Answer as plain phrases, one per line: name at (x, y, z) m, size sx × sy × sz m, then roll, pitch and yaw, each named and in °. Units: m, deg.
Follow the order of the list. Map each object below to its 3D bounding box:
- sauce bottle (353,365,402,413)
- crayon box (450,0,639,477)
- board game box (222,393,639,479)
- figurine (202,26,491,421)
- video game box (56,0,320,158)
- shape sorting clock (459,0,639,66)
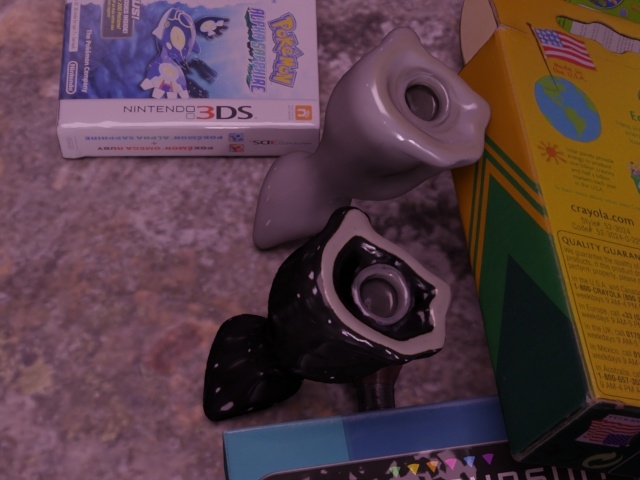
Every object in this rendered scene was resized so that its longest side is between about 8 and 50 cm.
sauce bottle at (0.035, 0.064, 0.899) m, size 0.042 × 0.042 × 0.128 m, roll -4°, pitch 62°, yaw -4°
crayon box at (0.191, -0.008, 0.850) m, size 0.202 × 0.081 × 0.318 m, roll 12°, pitch 51°, yaw -26°
board game box at (0.089, 0.261, 0.779) m, size 0.254 × 0.079 × 0.336 m, roll -7°, pitch 63°, yaw -6°
figurine at (0.000, 0.000, 0.851) m, size 0.092 × 0.209 × 0.214 m, roll 27°, pitch 59°, yaw -20°
video game box at (-0.095, -0.157, 1.006) m, size 0.187 × 0.048 × 0.205 m, roll 0°, pitch 63°, yaw -5°
shape sorting clock at (0.204, -0.147, 1.015) m, size 0.206 × 0.040 × 0.206 m, roll 3°, pitch 71°, yaw -9°
